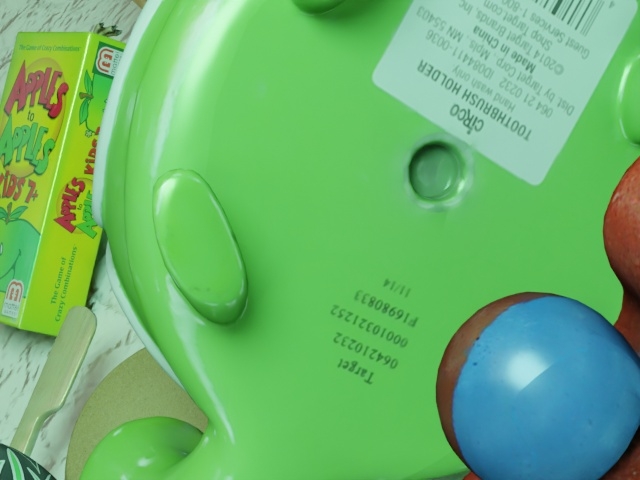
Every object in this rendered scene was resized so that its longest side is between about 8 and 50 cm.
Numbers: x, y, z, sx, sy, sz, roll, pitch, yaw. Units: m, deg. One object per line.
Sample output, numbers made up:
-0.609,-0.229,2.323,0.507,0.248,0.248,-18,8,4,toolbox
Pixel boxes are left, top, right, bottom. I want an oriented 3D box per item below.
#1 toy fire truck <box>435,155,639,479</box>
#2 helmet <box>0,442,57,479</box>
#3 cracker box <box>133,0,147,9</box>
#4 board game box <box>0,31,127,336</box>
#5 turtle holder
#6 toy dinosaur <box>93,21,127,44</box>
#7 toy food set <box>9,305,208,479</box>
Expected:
0.155,0.048,0.468,0.302,0.254,0.169,-45,34,5,toy fire truck
-0.179,0.179,0.796,0.161,0.169,0.169,-51,30,25,helmet
-0.071,-0.255,1.112,0.067,0.156,0.232,-11,49,42,cracker box
-0.169,-0.036,1.048,0.092,0.043,0.181,9,85,52,board game box
0.018,-0.006,0.735,0.227,0.243,0.320,-157,67,-68,turtle holder
-0.134,-0.088,1.095,0.183,0.053,0.093,-5,73,44,toy dinosaur
-0.075,0.104,0.873,0.192,0.038,0.132,8,67,39,toy food set
